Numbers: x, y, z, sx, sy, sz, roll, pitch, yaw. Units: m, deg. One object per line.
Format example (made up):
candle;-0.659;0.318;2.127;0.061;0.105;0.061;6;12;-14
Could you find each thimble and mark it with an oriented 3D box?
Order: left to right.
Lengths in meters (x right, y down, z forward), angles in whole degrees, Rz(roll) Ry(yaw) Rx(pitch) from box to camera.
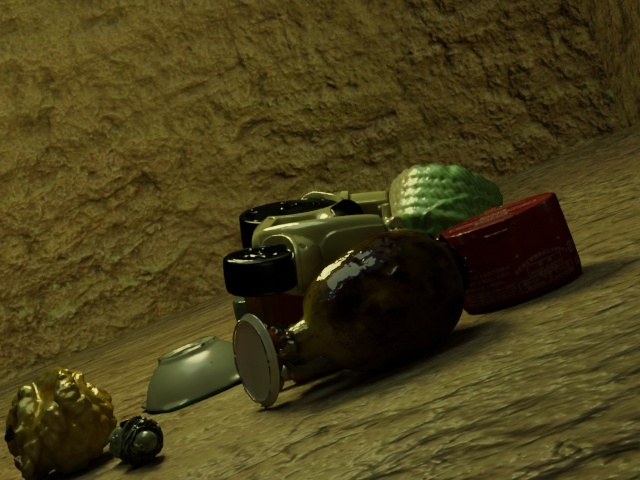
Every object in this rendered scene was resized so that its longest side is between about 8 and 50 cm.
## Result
thimble;0.221;-0.035;2.300;0.219;0.150;0.219;10;-21;4

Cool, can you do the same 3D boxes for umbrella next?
umbrella;-0.245;0.264;1.661;0.067;0.062;0.143;-52;13;-19

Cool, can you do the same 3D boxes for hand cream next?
hand cream;0.031;0.166;1.789;0.216;0.038;0.052;-17;31;3
hand cream;0.274;0.018;1.832;0.193;0.125;0.193;-20;4;1

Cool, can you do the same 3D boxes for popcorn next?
popcorn;-0.374;0.265;1.793;0.170;0.180;0.180;10;-13;-31

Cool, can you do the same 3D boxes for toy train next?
toy train;0.002;0.094;2.023;0.232;0.163;0.369;-3;13;33

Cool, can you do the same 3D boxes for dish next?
dish;-0.199;0.206;2.077;0.224;0.078;0.246;-21;3;24

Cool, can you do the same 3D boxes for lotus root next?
lotus root;0.081;0.082;1.657;0.314;0.169;0.141;-28;-25;-28

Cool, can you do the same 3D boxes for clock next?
clock;0.000;0.000;1.880;0.276;0.120;0.379;-7;15;0

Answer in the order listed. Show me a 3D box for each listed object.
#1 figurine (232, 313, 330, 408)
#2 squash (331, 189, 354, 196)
figurine;-0.027;0.151;1.716;0.154;0.132;0.132;-12;-1;-26
squash;0.041;0.012;2.256;0.123;0.123;0.186;-27;-36;-59
